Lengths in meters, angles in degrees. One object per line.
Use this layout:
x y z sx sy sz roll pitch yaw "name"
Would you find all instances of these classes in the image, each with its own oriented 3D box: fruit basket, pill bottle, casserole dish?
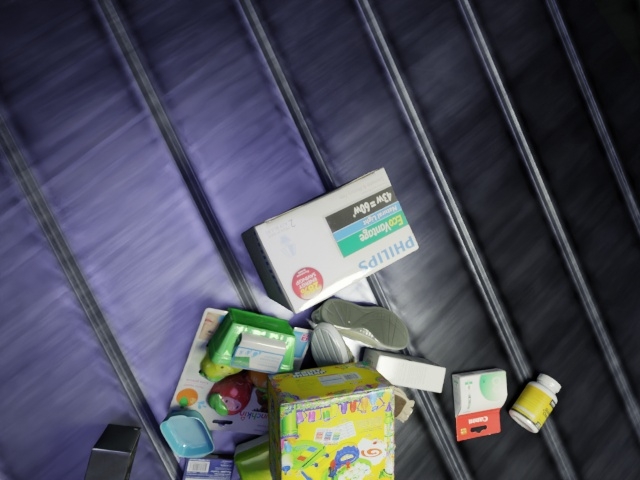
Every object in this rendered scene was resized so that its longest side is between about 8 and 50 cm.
-0.214 0.380 1.133 0.326 0.165 0.354 19 92 -23 "fruit basket"
0.749 0.560 1.426 0.103 0.103 0.184 44 78 -9 "pill bottle"
-0.351 0.513 1.097 0.114 0.037 0.189 -10 122 1 "casserole dish"

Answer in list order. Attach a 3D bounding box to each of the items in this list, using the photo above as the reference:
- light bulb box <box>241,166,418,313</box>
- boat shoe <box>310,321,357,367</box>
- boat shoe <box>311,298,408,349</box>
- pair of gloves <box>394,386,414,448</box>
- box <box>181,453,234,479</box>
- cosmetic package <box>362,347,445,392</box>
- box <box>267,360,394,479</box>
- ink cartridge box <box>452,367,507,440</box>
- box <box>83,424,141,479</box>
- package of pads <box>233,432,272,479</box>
0.000 0.000 1.111 0.357 0.361 0.226 -26 95 -16 "light bulb box"
0.053 0.356 1.220 0.094 0.109 0.303 -47 128 -49 "boat shoe"
0.130 0.265 1.280 0.319 0.103 0.118 18 63 -20 "boat shoe"
0.178 0.565 1.291 0.204 0.042 0.240 28 87 -24 "pair of gloves"
-0.328 0.720 1.150 0.136 0.036 0.226 12 83 -14 "box"
0.259 0.405 1.291 0.230 0.117 0.086 13 85 -16 "cosmetic package"
0.022 0.490 1.054 0.289 0.177 0.280 -2 96 -17 "box"
0.546 0.561 1.397 0.180 0.056 0.225 -3 86 -16 "ink cartridge box"
-0.530 0.577 1.039 0.093 0.156 0.159 15 83 -13 "box"
-0.077 0.661 1.186 0.296 0.101 0.230 -16 95 -13 "package of pads"
